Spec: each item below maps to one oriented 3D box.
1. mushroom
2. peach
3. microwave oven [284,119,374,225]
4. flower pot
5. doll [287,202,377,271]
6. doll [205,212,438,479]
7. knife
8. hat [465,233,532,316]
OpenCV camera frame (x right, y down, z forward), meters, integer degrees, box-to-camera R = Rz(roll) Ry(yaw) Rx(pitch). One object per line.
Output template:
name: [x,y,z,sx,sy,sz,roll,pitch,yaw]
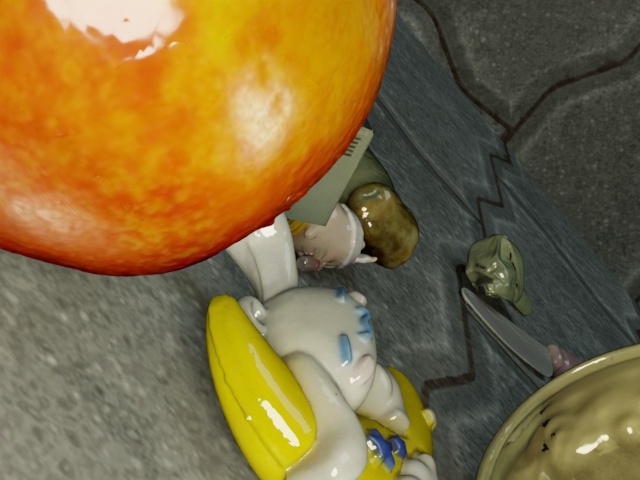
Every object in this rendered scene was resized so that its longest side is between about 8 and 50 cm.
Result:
mushroom: [0.036,-0.062,1.401,0.312,0.081,0.100,-112,177,-65]
peach: [-0.126,-0.159,0.725,0.388,0.388,0.388,46,17,-18]
microwave oven: [-0.056,-0.132,1.158,0.163,0.129,0.205,9,36,-26]
flower pot: [0.299,0.259,1.094,0.307,0.307,0.244,-96,160,-62]
doll: [0.000,0.000,1.226,0.127,0.073,0.084,37,53,-28]
doll: [0.001,0.101,0.908,0.237,0.111,0.252,43,27,-23]
knife: [0.297,0.159,1.755,0.336,0.043,0.081,31,31,-36]
hat: [0.257,0.051,1.770,0.166,0.081,0.122,39,9,-49]
